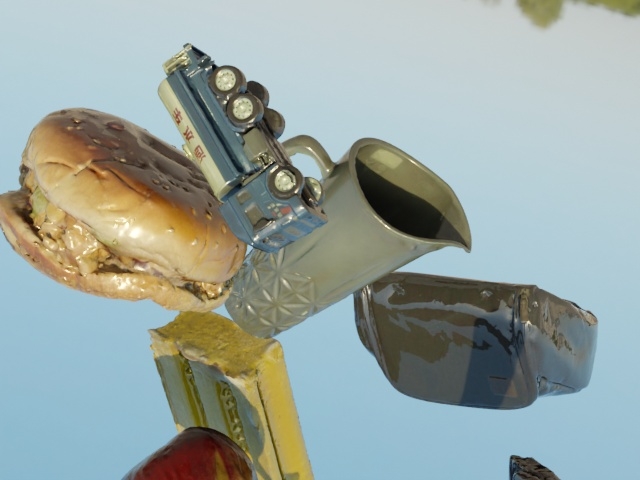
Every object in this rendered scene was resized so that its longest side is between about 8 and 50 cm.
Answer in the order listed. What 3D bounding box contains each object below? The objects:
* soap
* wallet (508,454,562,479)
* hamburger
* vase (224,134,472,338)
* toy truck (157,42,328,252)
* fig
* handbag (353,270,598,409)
[{"bbox_3d":[-0.119,0.249,1.911,0.199,0.315,0.091,21,-131,37],"label":"soap"},{"bbox_3d":[0.229,0.362,1.433,0.049,0.229,0.182,2,-171,-13],"label":"wallet"},{"bbox_3d":[-0.186,-0.031,1.320,0.243,0.146,0.286,23,-168,-23],"label":"hamburger"},{"bbox_3d":[0.000,0.000,1.654,0.251,0.301,0.156,43,-145,-14],"label":"vase"},{"bbox_3d":[-0.075,-0.085,1.200,0.202,0.088,0.074,60,-169,17],"label":"toy truck"},{"bbox_3d":[-0.111,0.348,1.651,0.290,0.191,0.190,30,-163,19],"label":"fig"},{"bbox_3d":[0.208,0.143,1.880,0.301,0.178,0.275,5,178,28],"label":"handbag"}]
